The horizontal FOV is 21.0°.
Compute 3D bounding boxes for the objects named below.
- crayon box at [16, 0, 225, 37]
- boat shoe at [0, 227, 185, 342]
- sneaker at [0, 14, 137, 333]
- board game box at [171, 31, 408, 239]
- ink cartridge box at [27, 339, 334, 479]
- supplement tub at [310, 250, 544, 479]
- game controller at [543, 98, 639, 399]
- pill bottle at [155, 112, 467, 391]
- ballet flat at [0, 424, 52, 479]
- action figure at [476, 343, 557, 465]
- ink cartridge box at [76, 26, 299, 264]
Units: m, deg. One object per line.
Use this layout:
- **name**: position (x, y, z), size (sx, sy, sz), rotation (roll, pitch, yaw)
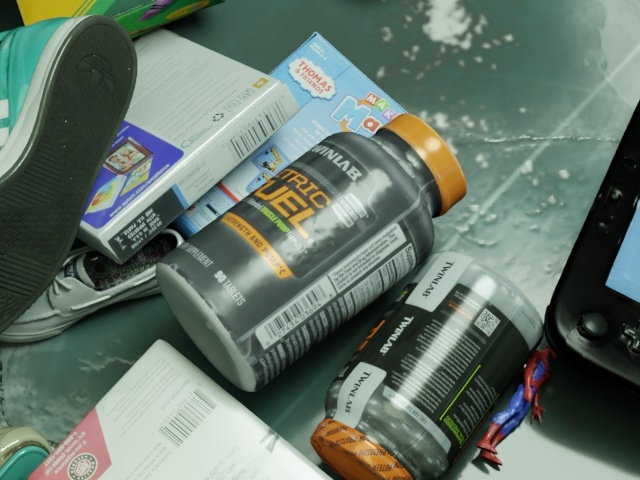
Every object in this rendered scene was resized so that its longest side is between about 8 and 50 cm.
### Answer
- **crayon box**: position (-0.210, -0.313, 1.524), size (0.165, 0.081, 0.278), rotation (-21, 81, 8)
- **boat shoe**: position (-0.197, 0.034, 1.435), size (0.184, 0.063, 0.066), rotation (-12, 68, -6)
- **sneaker**: position (-0.282, -0.056, 1.394), size (0.178, 0.124, 0.295), rotation (7, 63, 44)
- **board game box**: position (-0.023, -0.060, 1.490), size (0.211, 0.039, 0.160), rotation (-42, 74, -15)
- **ink cartridge box**: position (-0.093, 0.210, 1.346), size (0.218, 0.092, 0.158), rotation (38, 72, 16)
- **supplement tub**: position (0.083, 0.112, 1.377), size (0.117, 0.117, 0.190), rotation (34, 70, 13)
- **game controller**: position (0.303, 0.001, 1.427), size (0.166, 0.067, 0.319), rotation (22, 57, 10)
- **pill bottle**: position (0.000, 0.000, 1.378), size (0.246, 0.130, 0.130), rotation (-37, 72, -16)
- **ballet flat**: position (-0.309, 0.241, 1.346), size (0.086, 0.086, 0.248), rotation (36, 70, 14)
- **action figure**: position (0.168, 0.129, 1.414), size (0.030, 0.038, 0.115), rotation (18, 67, 31)
- **ink cartridge box**: position (-0.155, -0.088, 1.474), size (0.206, 0.045, 0.208), rotation (-42, 40, -16)
